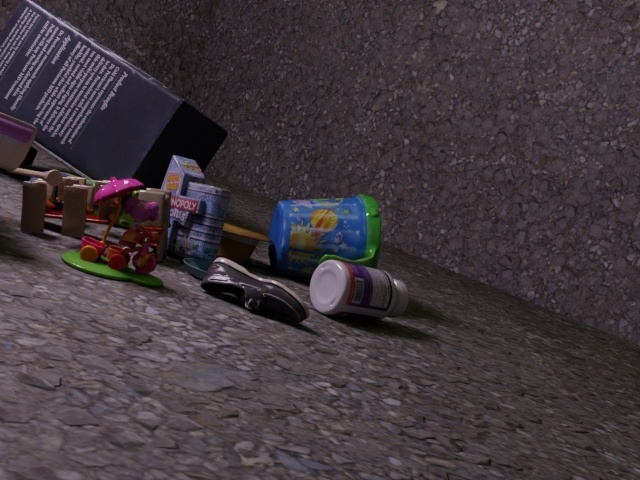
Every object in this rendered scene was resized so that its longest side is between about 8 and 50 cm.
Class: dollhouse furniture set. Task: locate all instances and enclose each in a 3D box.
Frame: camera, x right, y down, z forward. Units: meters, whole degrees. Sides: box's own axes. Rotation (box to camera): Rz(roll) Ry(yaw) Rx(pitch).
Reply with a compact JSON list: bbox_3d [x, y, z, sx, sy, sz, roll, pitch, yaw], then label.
[{"bbox_3d":[-0.426,-0.042,1.575,0.259,0.135,0.262,6,6,-1],"label":"dollhouse furniture set"}]

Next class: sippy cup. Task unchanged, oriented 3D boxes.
[{"bbox_3d":[0.000,0.000,1.898,0.224,0.240,0.305,5,-15,-15],"label":"sippy cup"}]

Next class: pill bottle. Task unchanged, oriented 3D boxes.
[{"bbox_3d":[0.083,0.104,1.627,0.193,0.108,0.108,13,8,-40],"label":"pill bottle"}]

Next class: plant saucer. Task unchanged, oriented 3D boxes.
[{"bbox_3d":[-0.209,0.063,1.571,0.119,0.021,0.119,17,5,-2],"label":"plant saucer"}]

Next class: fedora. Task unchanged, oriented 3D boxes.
[{"bbox_3d":[-0.201,0.004,1.843,0.194,0.079,0.194,17,0,0],"label":"fedora"}]

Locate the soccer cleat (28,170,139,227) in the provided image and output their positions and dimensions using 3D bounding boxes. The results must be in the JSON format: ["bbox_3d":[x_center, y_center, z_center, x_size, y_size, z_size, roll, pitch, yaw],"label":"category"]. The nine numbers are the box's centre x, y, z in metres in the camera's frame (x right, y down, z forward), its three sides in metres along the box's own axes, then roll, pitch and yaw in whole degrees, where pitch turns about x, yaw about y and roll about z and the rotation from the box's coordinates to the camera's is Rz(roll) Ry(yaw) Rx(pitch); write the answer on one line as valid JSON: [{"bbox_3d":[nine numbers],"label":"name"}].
[{"bbox_3d":[-0.505,-0.095,1.810,0.289,0.093,0.121,14,1,-36],"label":"soccer cleat"}]

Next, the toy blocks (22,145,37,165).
[{"bbox_3d":[-0.888,-0.281,2.129,0.261,0.191,0.381,34,14,26],"label":"toy blocks"}]

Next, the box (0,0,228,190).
[{"bbox_3d":[-0.552,-0.323,2.112,0.471,0.297,0.480,35,2,6],"label":"box"}]

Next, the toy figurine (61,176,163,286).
[{"bbox_3d":[-0.324,-0.022,1.358,0.173,0.159,0.130,18,6,-6],"label":"toy figurine"}]

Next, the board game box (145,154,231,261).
[{"bbox_3d":[-0.271,-0.071,1.661,0.060,0.194,0.194,11,1,-45],"label":"board game box"}]

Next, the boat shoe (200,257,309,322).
[{"bbox_3d":[-0.117,0.101,1.423,0.206,0.075,0.065,26,51,20],"label":"boat shoe"}]

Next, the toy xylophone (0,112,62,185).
[{"bbox_3d":[-0.580,-0.176,1.388,0.322,0.081,0.236,16,-4,39],"label":"toy xylophone"}]
